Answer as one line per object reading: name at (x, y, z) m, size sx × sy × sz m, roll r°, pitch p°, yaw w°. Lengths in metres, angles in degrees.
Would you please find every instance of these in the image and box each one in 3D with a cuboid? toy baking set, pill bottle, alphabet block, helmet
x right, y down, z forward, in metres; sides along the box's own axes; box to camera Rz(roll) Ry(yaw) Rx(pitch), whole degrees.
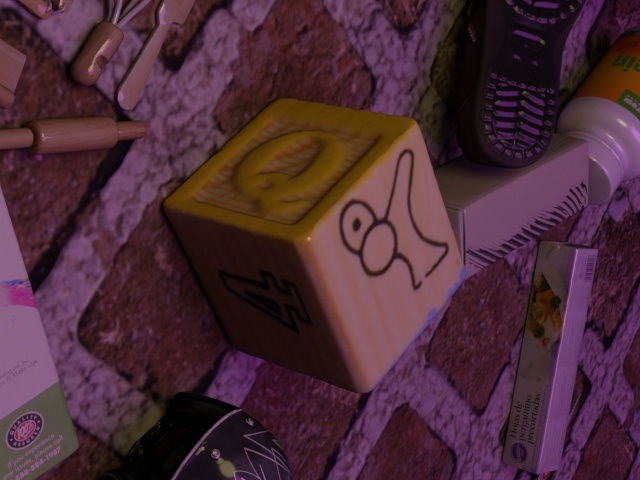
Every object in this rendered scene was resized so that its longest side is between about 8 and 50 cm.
toy baking set at (-0.195, -0.170, 1.036) m, size 0.256 × 0.030 × 0.197 m, roll -4°, pitch 104°, yaw -49°
pill bottle at (0.405, -0.166, 1.650) m, size 0.246 × 0.136 × 0.136 m, roll -50°, pitch 134°, yaw -27°
alphabet block at (0.000, 0.000, 1.187) m, size 0.192 × 0.193 × 0.197 m, roll -47°, pitch 132°, yaw -32°
helmet at (-0.106, 0.234, 1.154) m, size 0.169 × 0.161 × 0.169 m, roll -17°, pitch 113°, yaw -46°

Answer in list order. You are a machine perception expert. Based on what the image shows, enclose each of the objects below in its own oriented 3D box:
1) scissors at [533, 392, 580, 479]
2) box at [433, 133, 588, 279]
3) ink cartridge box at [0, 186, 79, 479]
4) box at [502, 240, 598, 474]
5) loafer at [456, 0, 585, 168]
scissors at (0.318, 0.356, 1.788) m, size 0.109 × 0.021 × 0.297 m, roll 27°, pitch 82°, yaw -47°
box at (0.211, -0.051, 1.481) m, size 0.275 × 0.113 × 0.094 m, roll -26°, pitch 121°, yaw -41°
ink cartridge box at (-0.327, 0.046, 0.877) m, size 0.207 × 0.119 × 0.353 m, roll -33°, pitch 125°, yaw -39°
box at (0.321, 0.161, 1.703) m, size 0.067 × 0.063 × 0.324 m, roll 1°, pitch 100°, yaw -48°
loafer at (0.221, -0.251, 1.449) m, size 0.133 × 0.130 × 0.366 m, roll 22°, pitch 72°, yaw -16°
